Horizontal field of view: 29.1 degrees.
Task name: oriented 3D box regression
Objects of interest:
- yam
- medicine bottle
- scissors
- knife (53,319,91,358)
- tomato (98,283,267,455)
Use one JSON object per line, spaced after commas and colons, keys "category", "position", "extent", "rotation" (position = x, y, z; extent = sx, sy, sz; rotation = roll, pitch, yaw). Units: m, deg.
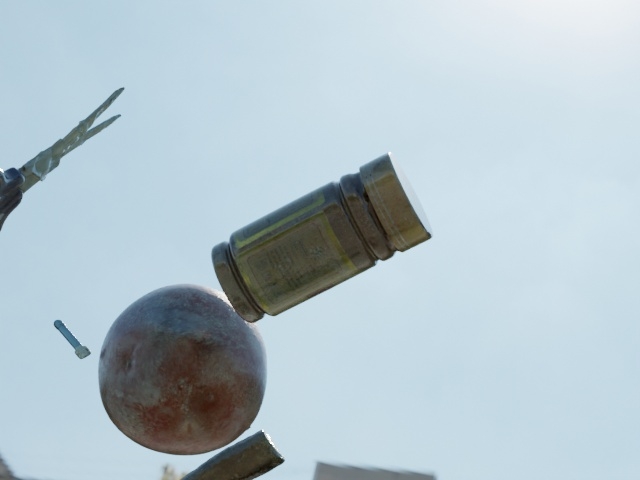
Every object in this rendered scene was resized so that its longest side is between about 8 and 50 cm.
{"category": "yam", "position": [-0.178, 0.342, 1.656], "extent": [0.274, 0.061, 0.061], "rotation": [-31, -45, -1]}
{"category": "medicine bottle", "position": [0.000, 0.000, 1.927], "extent": [0.322, 0.151, 0.151], "rotation": [-27, -47, 9]}
{"category": "scissors", "position": [-0.443, -0.116, 1.950], "extent": [0.029, 0.383, 0.256], "rotation": [39, -34, 8]}
{"category": "knife", "position": [-0.459, 0.181, 2.264], "extent": [0.096, 0.027, 0.010], "rotation": [46, -40, 19]}
{"category": "tomato", "position": [-0.247, 0.234, 2.240], "extent": [0.317, 0.316, 0.283], "rotation": [-13, -18, 34]}
